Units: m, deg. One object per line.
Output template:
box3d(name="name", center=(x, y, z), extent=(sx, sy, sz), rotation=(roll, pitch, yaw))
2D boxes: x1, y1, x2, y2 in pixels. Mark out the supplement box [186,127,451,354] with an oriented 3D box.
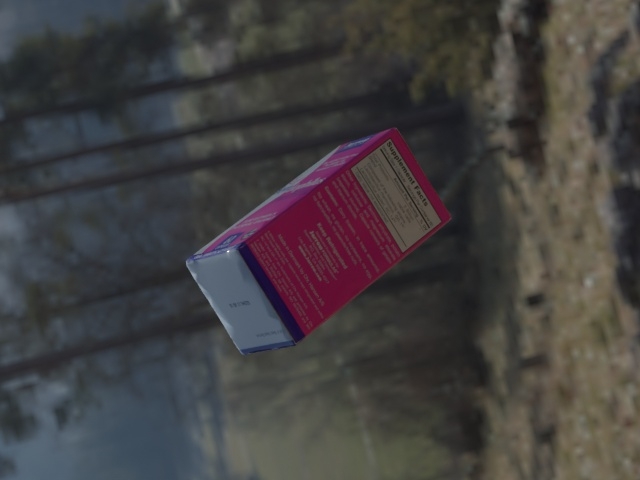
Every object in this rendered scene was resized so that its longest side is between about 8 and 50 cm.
box3d(name="supplement box", center=(0.000, 0.000, 1.882), extent=(0.114, 0.220, 0.111), rotation=(59, 150, -10))
